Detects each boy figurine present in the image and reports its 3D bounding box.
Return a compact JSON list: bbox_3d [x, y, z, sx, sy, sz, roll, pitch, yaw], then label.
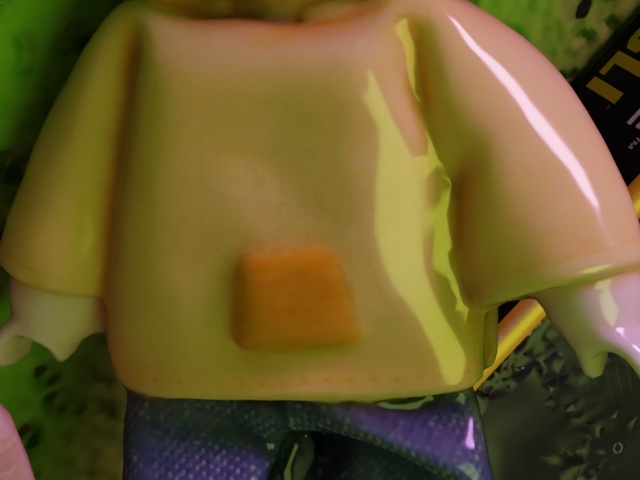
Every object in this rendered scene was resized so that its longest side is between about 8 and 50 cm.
[{"bbox_3d":[0.000,0.000,0.469,0.092,0.177,0.285,-38,133,-67],"label":"boy figurine"}]

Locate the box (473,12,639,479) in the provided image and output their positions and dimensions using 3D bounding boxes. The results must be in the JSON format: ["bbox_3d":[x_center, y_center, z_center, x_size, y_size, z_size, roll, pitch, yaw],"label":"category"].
[{"bbox_3d":[0.173,0.075,0.637,0.257,0.079,0.322,-48,119,1],"label":"box"}]

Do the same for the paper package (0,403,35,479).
[{"bbox_3d":[-0.189,0.198,0.391,0.325,0.168,0.309,-44,138,-35],"label":"paper package"}]
